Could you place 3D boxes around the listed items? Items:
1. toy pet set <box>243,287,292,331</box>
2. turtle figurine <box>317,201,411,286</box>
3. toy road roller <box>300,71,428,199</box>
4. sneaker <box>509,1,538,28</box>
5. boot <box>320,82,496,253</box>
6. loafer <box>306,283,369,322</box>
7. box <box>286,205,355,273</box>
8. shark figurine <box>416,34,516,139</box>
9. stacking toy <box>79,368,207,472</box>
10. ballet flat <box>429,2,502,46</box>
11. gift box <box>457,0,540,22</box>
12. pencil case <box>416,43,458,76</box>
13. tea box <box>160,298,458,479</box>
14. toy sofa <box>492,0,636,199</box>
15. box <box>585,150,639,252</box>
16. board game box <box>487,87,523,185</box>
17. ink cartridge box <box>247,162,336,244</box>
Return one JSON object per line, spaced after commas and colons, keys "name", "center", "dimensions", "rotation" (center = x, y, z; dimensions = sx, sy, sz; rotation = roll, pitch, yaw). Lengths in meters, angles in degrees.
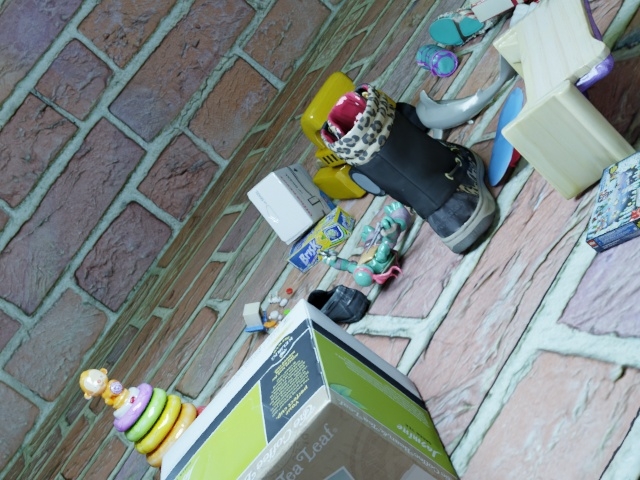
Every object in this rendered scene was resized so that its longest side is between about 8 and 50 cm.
{"name": "toy pet set", "center": [-0.109, 0.173, 2.030], "dimensions": [0.114, 0.065, 0.122], "rotation": [-10, 33, 11]}
{"name": "turtle figurine", "center": [0.088, 0.020, 1.686], "dimensions": [0.175, 0.118, 0.234], "rotation": [-25, 13, 29]}
{"name": "toy road roller", "center": [0.061, -0.240, 2.075], "dimensions": [0.202, 0.241, 0.329], "rotation": [-56, 17, -14]}
{"name": "sneaker", "center": [0.411, -0.404, 1.809], "dimensions": [0.094, 0.080, 0.212], "rotation": [-61, 8, 9]}
{"name": "boot", "center": [0.141, -0.150, 1.595], "dimensions": [0.138, 0.284, 0.377], "rotation": [-47, 18, 19]}
{"name": "loafer", "center": [0.006, 0.123, 1.751], "dimensions": [0.223, 0.078, 0.076], "rotation": [-24, 32, 58]}
{"name": "box", "center": [0.000, 0.000, 2.067], "dimensions": [0.169, 0.054, 0.059], "rotation": [-41, 20, 35]}
{"name": "shark figurine", "center": [0.261, -0.281, 1.845], "dimensions": [0.278, 0.116, 0.166], "rotation": [-23, 41, 48]}
{"name": "stacking toy", "center": [-0.336, 0.340, 1.815], "dimensions": [0.166, 0.302, 0.175], "rotation": [-28, 28, 55]}
{"name": "ballet flat", "center": [0.347, -0.510, 2.192], "dimensions": [0.077, 0.091, 0.241], "rotation": [-31, 15, -20]}
{"name": "gift box", "center": [0.381, -0.634, 2.004], "dimensions": [0.276, 0.258, 0.255], "rotation": [-22, 33, 32]}
{"name": "pencil case", "center": [0.273, -0.424, 2.205], "dimensions": [0.070, 0.064, 0.151], "rotation": [-34, 18, 3]}
{"name": "tea box", "center": [-0.032, 0.307, 1.220], "dimensions": [0.329, 0.220, 0.323], "rotation": [-49, 16, 10]}
{"name": "toy sofa", "center": [0.376, -0.238, 1.395], "dimensions": [0.177, 0.150, 0.362], "rotation": [-38, 21, 26]}
{"name": "box", "center": [0.391, -0.056, 1.187], "dimensions": [0.094, 0.027, 0.137], "rotation": [-31, 26, 48]}
{"name": "board game box", "center": [0.323, -0.170, 1.563], "dimensions": [0.133, 0.033, 0.168], "rotation": [139, 143, -82]}
{"name": "ink cartridge box", "center": [-0.062, -0.088, 2.137], "dimensions": [0.086, 0.148, 0.203], "rotation": [-39, -1, 19]}
